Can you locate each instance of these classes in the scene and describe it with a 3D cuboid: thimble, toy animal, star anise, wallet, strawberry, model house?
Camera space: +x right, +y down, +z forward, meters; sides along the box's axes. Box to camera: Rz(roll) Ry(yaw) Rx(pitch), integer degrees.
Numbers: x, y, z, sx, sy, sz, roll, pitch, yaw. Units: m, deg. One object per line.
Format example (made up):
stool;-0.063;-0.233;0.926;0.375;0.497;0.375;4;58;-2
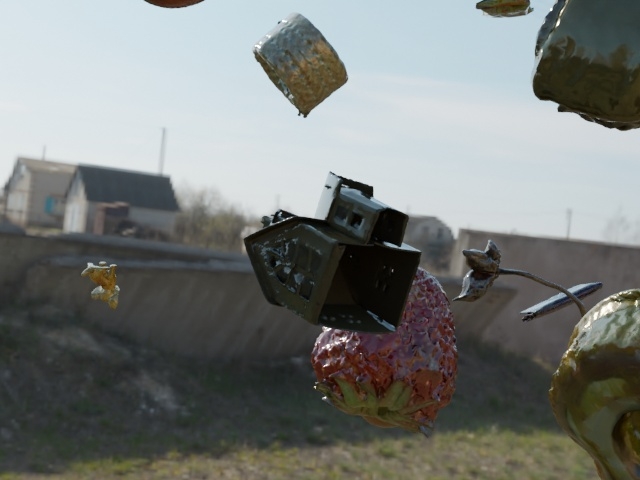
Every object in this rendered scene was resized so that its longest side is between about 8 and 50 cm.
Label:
thimble;-0.051;-0.402;2.059;0.229;0.148;0.196;49;-4;39
toy animal;-0.401;0.084;1.672;0.061;0.083;0.081;11;16;27
star anise;0.410;0.102;1.871;0.227;0.148;0.218;19;-9;35
wallet;0.525;0.135;1.991;0.166;0.030;0.111;-24;-3;-6
strawberry;0.135;0.182;1.756;0.292;0.343;0.292;11;-24;5
model house;0.000;0.000;1.361;0.211;0.204;0.243;9;14;-45

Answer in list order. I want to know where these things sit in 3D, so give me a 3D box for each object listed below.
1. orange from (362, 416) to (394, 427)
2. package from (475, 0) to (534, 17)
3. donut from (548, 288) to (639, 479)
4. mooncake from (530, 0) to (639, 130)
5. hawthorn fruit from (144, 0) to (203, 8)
orange;0.165;0.329;2.073;0.206;0.206;0.206;7;0;0
package;0.377;-0.473;1.860;0.108;0.031;0.121;1;6;16
donut;0.425;0.216;1.056;0.330;0.330;0.160;7;41;42
mooncake;0.556;-0.328;1.727;0.246;0.393;0.394;24;-28;26
hawthorn fruit;-0.245;-0.519;1.663;0.226;0.196;0.196;0;1;-14
